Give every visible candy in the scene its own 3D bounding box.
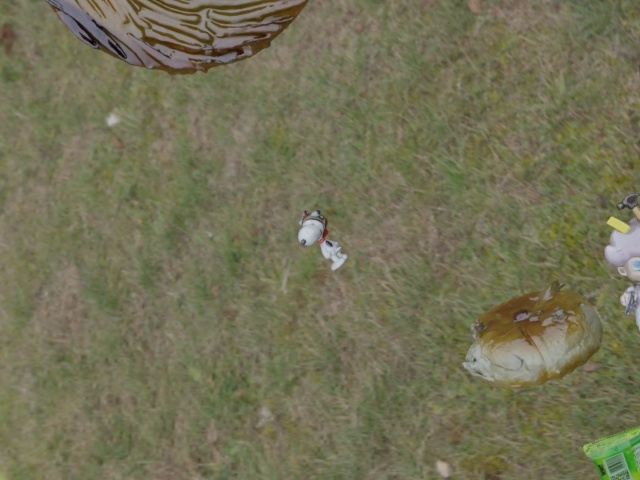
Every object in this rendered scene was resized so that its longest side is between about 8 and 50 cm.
[{"bbox_3d":[0.499,0.369,1.552,0.102,0.178,0.032,-29,39,3],"label":"candy"}]

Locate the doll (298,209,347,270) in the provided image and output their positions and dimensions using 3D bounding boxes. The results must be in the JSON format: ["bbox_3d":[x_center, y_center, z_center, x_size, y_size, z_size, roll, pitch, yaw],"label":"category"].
[{"bbox_3d":[0.004,-0.002,1.296,0.040,0.085,0.058,-33,33,45],"label":"doll"}]

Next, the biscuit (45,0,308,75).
[{"bbox_3d":[-0.140,-0.318,0.892,0.318,0.040,0.317,2,104,7],"label":"biscuit"}]

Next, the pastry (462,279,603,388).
[{"bbox_3d":[0.393,0.173,1.742,0.236,0.257,0.120,-14,108,31],"label":"pastry"}]

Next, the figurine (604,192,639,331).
[{"bbox_3d":[0.532,0.041,1.522,0.137,0.112,0.228,-5,73,13],"label":"figurine"}]
